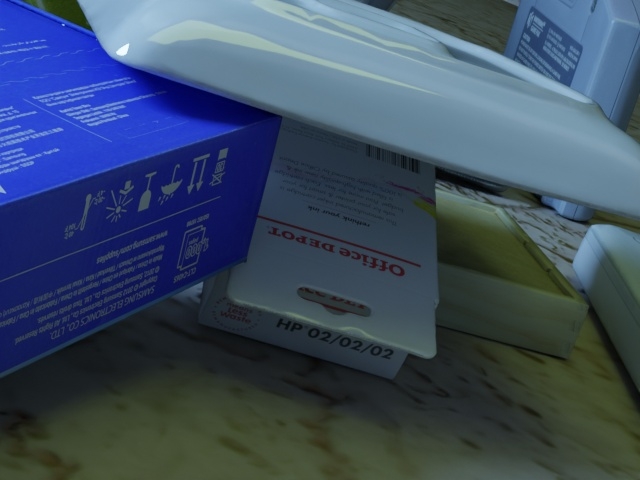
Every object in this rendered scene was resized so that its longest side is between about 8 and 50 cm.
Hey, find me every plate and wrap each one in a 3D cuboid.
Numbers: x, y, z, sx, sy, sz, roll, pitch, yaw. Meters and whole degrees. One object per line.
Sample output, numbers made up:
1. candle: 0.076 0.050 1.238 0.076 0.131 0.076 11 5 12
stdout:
1. plate: 0.016 -0.093 0.712 0.278 0.045 0.277 15 14 -19

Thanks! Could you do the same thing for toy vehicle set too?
1. toy vehicle set: 0.012 -0.010 0.851 0.267 0.035 0.166 16 18 -16

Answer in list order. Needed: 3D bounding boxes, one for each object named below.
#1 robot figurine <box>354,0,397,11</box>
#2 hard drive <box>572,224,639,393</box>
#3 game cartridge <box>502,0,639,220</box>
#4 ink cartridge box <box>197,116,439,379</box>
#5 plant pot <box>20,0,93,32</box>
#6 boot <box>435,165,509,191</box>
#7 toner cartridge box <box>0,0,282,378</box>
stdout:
1. robot figurine: -0.017 -0.297 1.439 0.300 0.199 0.353 -1 12 15
2. hard drive: 0.291 0.093 0.837 0.233 0.047 0.353 19 16 -6
3. game cartridge: 0.222 -0.154 1.273 0.062 0.198 0.297 18 17 -10
4. ink cartridge box: 0.000 0.000 0.702 0.104 0.061 0.181 17 39 -11
5. plant pot: -0.203 -0.333 1.154 0.366 0.366 0.353 2 36 -46
6. boot: 0.064 -0.142 1.146 0.209 0.189 0.076 6 -17 -21
7. toner cartridge box: -0.172 -0.013 0.492 0.165 0.075 0.348 24 24 22
